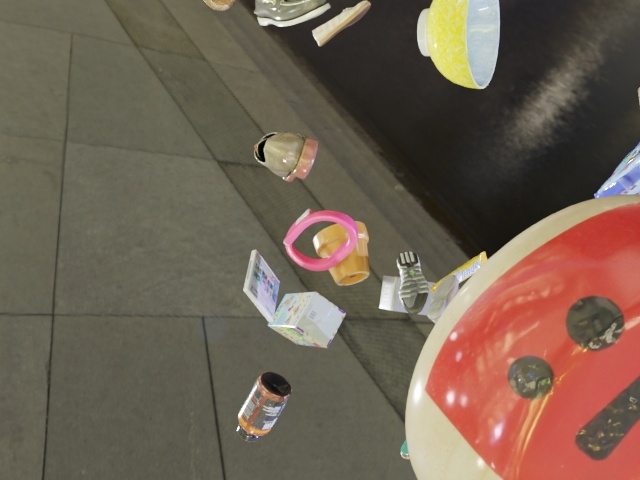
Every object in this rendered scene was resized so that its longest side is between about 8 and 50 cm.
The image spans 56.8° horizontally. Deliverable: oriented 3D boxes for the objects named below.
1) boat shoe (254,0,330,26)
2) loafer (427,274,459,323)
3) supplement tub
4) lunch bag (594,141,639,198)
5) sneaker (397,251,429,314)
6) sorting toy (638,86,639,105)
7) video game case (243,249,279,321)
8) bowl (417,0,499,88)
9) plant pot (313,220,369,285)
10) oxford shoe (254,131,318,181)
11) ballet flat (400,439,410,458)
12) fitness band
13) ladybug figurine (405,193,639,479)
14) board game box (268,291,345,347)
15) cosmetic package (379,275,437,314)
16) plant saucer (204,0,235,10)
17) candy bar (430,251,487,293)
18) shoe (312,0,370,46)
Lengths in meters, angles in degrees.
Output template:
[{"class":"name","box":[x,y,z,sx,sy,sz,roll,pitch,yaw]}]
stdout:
[{"class":"boat shoe","box":[-0.079,-0.563,1.387,0.109,0.091,0.305,-29,29,-18]},{"class":"loafer","box":[0.224,0.111,1.062,0.039,0.045,0.125,53,40,-11]},{"class":"supplement tub","box":[-0.167,0.475,1.672,0.106,0.198,0.106,25,21,-11]},{"class":"lunch bag","box":[0.719,-0.177,1.228,0.293,0.221,0.138,-33,77,-20]},{"class":"sneaker","box":[0.279,0.153,1.762,0.086,0.132,0.229,-6,44,9]},{"class":"sorting toy","box":[0.571,-0.187,0.847,0.195,0.047,0.348,1,46,22]},{"class":"video game case","box":[-0.165,0.129,1.679,0.019,0.157,0.143,-12,45,20]},{"class":"bowl","box":[0.335,-0.526,1.480,0.155,0.290,0.289,8,31,30]},{"class":"plant pot","box":[0.095,0.058,2.188,0.205,0.205,0.188,-3,65,-30]},{"class":"oxford shoe","box":[-0.098,-0.223,1.460,0.130,0.123,0.348,19,-1,-12]},{"class":"ballet flat","box":[0.311,0.540,1.643,0.221,0.079,0.076,-41,32,-28]},{"class":"fitness band","box":[0.000,0.000,2.017,0.209,0.291,0.054,30,43,-16]},{"class":"ladybug figurine","box":[0.285,0.145,0.637,0.305,0.449,0.162,36,5,-7]},{"class":"board game box","box":[-0.053,0.283,2.112,0.142,0.275,0.144,36,71,-17]},{"class":"cosmetic package","box":[0.341,0.203,2.142,0.237,0.107,0.127,8,86,-22]},{"class":"plant saucer","box":[-0.223,-0.558,1.323,0.083,0.084,0.015,1,26,-27]},{"class":"candy bar","box":[0.314,0.081,1.337,0.161,0.040,0.018,-31,25,-15]},{"class":"shoe","box":[0.069,-0.743,1.994,0.058,0.219,0.076,55,12,-3]}]
